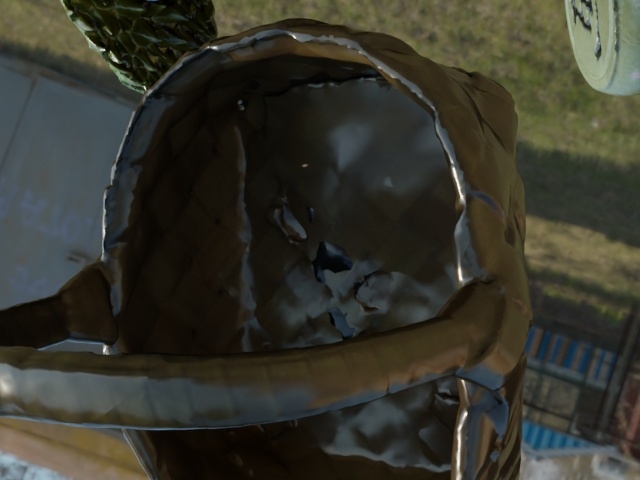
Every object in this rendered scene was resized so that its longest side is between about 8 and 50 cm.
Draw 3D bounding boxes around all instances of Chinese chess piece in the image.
[{"bbox_3d":[0.403,-0.318,1.349,0.101,0.251,0.250,-9,173,0],"label":"Chinese chess piece"}]

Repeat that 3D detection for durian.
[{"bbox_3d":[-0.208,-0.281,1.057,0.198,0.163,0.394,38,159,53],"label":"durian"}]

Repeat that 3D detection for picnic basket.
[{"bbox_3d":[-0.039,0.048,0.563,0.292,0.337,0.337,1,165,31],"label":"picnic basket"}]
